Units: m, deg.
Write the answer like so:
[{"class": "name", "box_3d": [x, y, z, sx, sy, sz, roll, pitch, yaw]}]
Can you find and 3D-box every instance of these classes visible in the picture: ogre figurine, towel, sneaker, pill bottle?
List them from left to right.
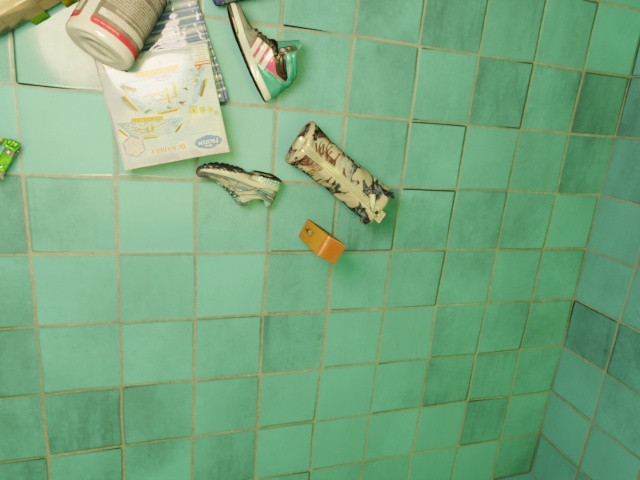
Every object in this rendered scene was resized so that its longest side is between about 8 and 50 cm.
[{"class": "ogre figurine", "box_3d": [-0.954, -0.239, 1.306, 0.196, 0.096, 0.118, 8, 93, -32]}, {"class": "pill bottle", "box_3d": [-0.512, -0.632, 1.242, 0.176, 0.176, 0.319, 29, 77, -24]}, {"class": "towel", "box_3d": [-0.440, -0.550, 1.417, 0.243, 0.040, 0.337, -19, 110, -10]}, {"class": "sneaker", "box_3d": [-0.271, -0.176, 1.546, 0.282, 0.110, 0.122, 11, 106, -21]}, {"class": "sneaker", "box_3d": [-0.154, -0.596, 1.440, 0.178, 0.124, 0.296, -26, 121, -4]}]

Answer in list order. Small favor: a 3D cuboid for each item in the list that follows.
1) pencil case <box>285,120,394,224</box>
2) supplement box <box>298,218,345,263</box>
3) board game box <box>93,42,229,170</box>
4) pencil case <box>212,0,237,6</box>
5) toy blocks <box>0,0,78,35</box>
[{"class": "pencil case", "box_3d": [0.062, -0.224, 1.601, 0.410, 0.183, 0.160, 37, 93, -24]}, {"class": "supplement box", "box_3d": [0.000, 0.000, 1.621, 0.080, 0.233, 0.078, 27, 97, -27]}, {"class": "board game box", "box_3d": [-0.460, -0.396, 1.400, 0.318, 0.066, 0.319, -12, 108, -11]}, {"class": "pencil case", "box_3d": [-0.186, -0.786, 1.374, 0.305, 0.119, 0.133, -21, 128, -11]}, {"class": "toy blocks", "box_3d": [-0.795, -0.715, 1.183, 0.381, 0.190, 0.261, -34, 102, -6]}]
